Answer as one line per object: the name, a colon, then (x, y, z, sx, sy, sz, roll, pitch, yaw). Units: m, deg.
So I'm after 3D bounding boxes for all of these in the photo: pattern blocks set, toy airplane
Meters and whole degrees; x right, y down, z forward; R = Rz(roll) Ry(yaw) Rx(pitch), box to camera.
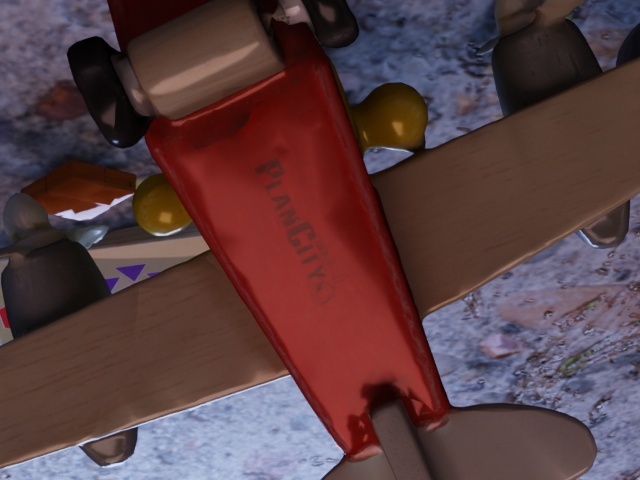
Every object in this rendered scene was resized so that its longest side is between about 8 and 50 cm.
pattern blocks set: (-0.140, 0.037, 1.257, 0.325, 0.026, 0.285, -3, 143, -7)
toy airplane: (0.000, 0.000, 1.036, 0.386, 0.272, 0.384, 17, 106, -11)

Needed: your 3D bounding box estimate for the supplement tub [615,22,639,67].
supplement tub: (0.258, -0.066, 1.131, 0.106, 0.106, 0.198, -25, 140, 22)
